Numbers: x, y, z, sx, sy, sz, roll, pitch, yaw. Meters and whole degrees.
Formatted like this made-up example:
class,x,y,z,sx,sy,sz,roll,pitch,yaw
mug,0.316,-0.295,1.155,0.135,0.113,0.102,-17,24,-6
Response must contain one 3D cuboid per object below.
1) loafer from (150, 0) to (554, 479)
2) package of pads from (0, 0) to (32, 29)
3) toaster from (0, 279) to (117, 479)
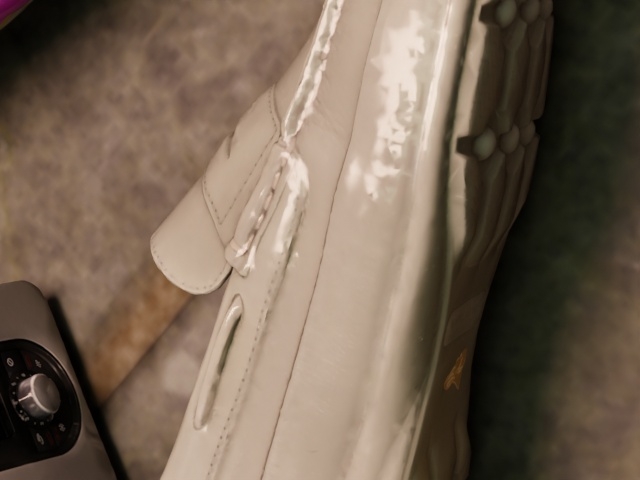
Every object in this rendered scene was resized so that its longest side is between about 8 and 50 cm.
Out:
class,x,y,z,sx,sy,sz,roll,pitch,yaw
loafer,0.000,0.000,0.599,0.111,0.112,0.319,15,100,18
package of pads,-0.208,-0.184,0.657,0.229,0.101,0.296,-34,98,26
toaster,-0.163,0.122,0.690,0.186,0.110,0.168,-27,80,26
